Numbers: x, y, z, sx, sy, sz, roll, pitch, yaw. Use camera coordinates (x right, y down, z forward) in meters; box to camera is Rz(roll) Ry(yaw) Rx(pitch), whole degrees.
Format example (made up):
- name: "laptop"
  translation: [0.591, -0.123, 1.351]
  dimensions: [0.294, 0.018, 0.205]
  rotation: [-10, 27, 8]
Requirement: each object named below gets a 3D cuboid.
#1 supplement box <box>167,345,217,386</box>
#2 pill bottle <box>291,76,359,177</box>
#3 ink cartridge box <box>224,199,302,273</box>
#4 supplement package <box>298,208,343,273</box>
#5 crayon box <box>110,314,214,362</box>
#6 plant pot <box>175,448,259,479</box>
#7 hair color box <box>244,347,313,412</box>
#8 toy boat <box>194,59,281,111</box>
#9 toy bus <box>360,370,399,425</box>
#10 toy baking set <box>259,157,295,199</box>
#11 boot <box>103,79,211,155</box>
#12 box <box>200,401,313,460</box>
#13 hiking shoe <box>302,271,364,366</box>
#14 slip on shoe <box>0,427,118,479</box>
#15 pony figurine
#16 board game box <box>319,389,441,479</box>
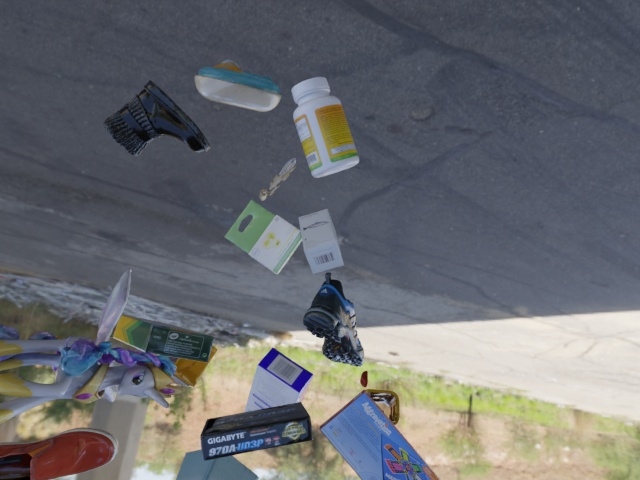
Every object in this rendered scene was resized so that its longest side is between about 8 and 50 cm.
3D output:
- name: "supplement box"
  translation: [-0.597, 0.523, 2.099]
  dimensions: [0.194, 0.191, 0.129]
  rotation: [-12, 129, 47]
- name: "pill bottle"
  translation: [0.006, -0.307, 1.293]
  dimensions: [0.137, 0.245, 0.136]
  rotation: [-18, -177, 1]
- name: "ink cartridge box"
  translation: [-0.195, -0.017, 1.641]
  dimensions: [0.235, 0.171, 0.056]
  rotation: [34, 174, 5]
- name: "supplement package"
  translation: [0.000, 0.000, 1.516]
  dimensions: [0.105, 0.179, 0.105]
  rotation: [-17, 128, 3]
- name: "crayon box"
  translation: [-0.505, 0.300, 1.486]
  dimensions: [0.203, 0.083, 0.323]
  rotation: [23, 164, -39]
- name: "plant pot"
  translation: [-0.450, 1.022, 1.914]
  dimensions: [0.247, 0.252, 0.247]
  rotation: [-28, 113, 35]
- name: "hair color box"
  translation: [-0.162, 0.576, 1.786]
  dimensions: [0.185, 0.110, 0.338]
  rotation: [31, 130, 14]
- name: "toy boat"
  translation: [-0.276, -0.512, 1.536]
  dimensions: [0.268, 0.147, 0.318]
  rotation: [6, -165, -25]
- name: "toy bus"
  translation: [0.156, 0.470, 1.280]
  dimensions: [0.105, 0.190, 0.202]
  rotation: [5, -165, 0]
- name: "toy baking set"
  translation: [-0.168, -0.239, 1.844]
  dimensions: [0.030, 0.196, 0.256]
  rotation: [42, 173, -2]
- name: "boot"
  translation: [-0.619, -0.404, 1.819]
  dimensions: [0.348, 0.260, 0.131]
  rotation: [45, -178, -4]
- name: "box"
  translation: [-0.135, 0.402, 1.015]
  dimensions: [0.221, 0.051, 0.175]
  rotation: [-7, 172, -9]
- name: "hiking shoe"
  translation: [0.058, 0.213, 1.176]
  dimensions: [0.113, 0.132, 0.304]
  rotation: [8, 147, 23]
- name: "slip on shoe"
  translation: [-0.679, 0.545, 1.171]
  dimensions: [0.332, 0.122, 0.101]
  rotation: [0, -173, -19]
- name: "pony figurine"
  translation: [-0.496, 0.246, 0.986]
  dimensions: [0.364, 0.302, 0.351]
  rotation: [2, -159, -29]
- name: "board game box"
  translation: [0.143, 0.514, 1.143]
  dimensions: [0.281, 0.145, 0.027]
  rotation: [50, -176, 4]
